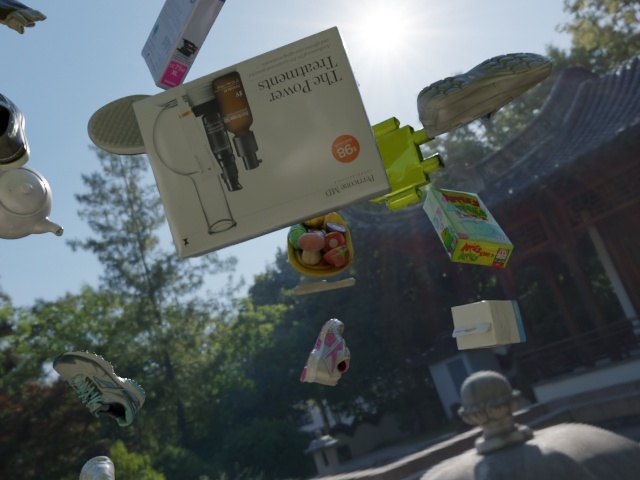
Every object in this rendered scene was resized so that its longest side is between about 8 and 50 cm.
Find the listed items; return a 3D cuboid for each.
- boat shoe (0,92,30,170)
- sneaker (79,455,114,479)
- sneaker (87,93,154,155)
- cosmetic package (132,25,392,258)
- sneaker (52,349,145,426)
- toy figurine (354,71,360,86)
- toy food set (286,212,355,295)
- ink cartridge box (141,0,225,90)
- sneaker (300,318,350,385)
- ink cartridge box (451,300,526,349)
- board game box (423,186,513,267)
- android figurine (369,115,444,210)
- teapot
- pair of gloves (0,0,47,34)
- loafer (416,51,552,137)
[{"bbox_3d":[-0.790,-0.293,1.540,0.109,0.305,0.091,-27,-37,-14],"label":"boat shoe"},{"bbox_3d":[-0.303,0.368,0.830,0.054,0.152,0.061,7,9,-29],"label":"sneaker"},{"bbox_3d":[-0.290,-0.226,1.262,0.321,0.126,0.127,-12,-16,-2],"label":"sneaker"},{"bbox_3d":[-0.099,-0.158,1.078,0.377,0.284,0.097,-19,-2,9],"label":"cosmetic package"},{"bbox_3d":[-0.606,0.406,1.720,0.110,0.122,0.283,-37,-62,27],"label":"sneaker"},{"bbox_3d":[0.017,-0.496,2.086,0.217,0.191,0.362,-40,-4,38],"label":"toy figurine"},{"bbox_3d":[0.000,0.000,1.201,0.128,0.218,0.071,-5,-51,-4],"label":"toy food set"},{"bbox_3d":[-0.280,-0.488,1.342,0.065,0.186,0.311,15,-61,-36],"label":"ink cartridge box"},{"bbox_3d":[0.031,0.323,1.771,0.252,0.111,0.103,-60,-8,-53],"label":"sneaker"},{"bbox_3d":[0.344,0.175,1.306,0.092,0.090,0.143,-20,-18,41],"label":"ink cartridge box"},{"bbox_3d":[0.243,-0.026,1.058,0.092,0.181,0.043,7,-60,-11],"label":"board game box"},{"bbox_3d":[0.190,-0.203,1.703,0.273,0.248,0.056,-19,-12,26],"label":"android figurine"},{"bbox_3d":[-0.897,-0.134,1.841,0.256,0.252,0.187,10,-20,-41],"label":"teapot"},{"bbox_3d":[-0.661,-0.429,1.184,0.240,0.204,0.042,-59,-8,-58],"label":"pair of gloves"},{"bbox_3d":[0.355,-0.317,1.364,0.319,0.112,0.111,-21,-50,-9],"label":"loafer"}]
